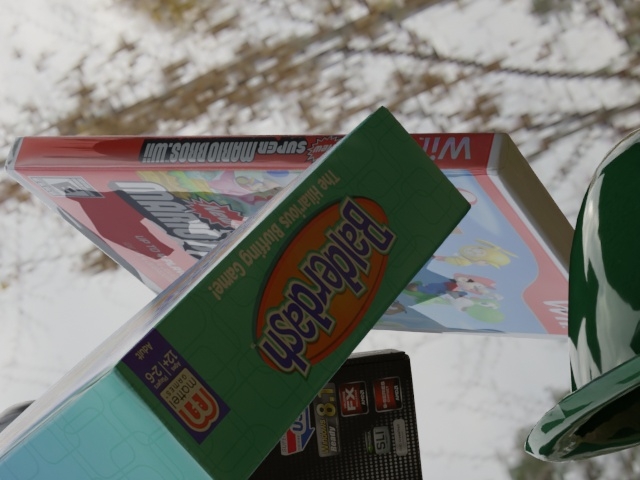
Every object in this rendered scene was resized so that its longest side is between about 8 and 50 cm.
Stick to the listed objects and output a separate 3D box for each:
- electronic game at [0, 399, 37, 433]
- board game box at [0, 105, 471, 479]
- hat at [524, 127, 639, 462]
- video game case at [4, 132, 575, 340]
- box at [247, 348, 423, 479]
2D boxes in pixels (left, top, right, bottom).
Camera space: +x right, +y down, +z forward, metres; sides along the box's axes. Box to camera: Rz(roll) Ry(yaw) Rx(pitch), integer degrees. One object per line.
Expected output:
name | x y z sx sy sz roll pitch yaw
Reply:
electronic game | -0.124 0.189 1.092 0.229 0.229 0.048 55 -132 -25
board game box | -0.063 0.060 0.523 0.047 0.210 0.160 48 -140 -3
hat | 0.119 -0.038 0.586 0.208 0.173 0.183 47 -160 -72
video game case | 0.000 0.000 0.898 0.204 0.285 0.025 46 -128 -52
box | -0.028 0.228 1.272 0.060 0.216 0.270 179 86 -78
